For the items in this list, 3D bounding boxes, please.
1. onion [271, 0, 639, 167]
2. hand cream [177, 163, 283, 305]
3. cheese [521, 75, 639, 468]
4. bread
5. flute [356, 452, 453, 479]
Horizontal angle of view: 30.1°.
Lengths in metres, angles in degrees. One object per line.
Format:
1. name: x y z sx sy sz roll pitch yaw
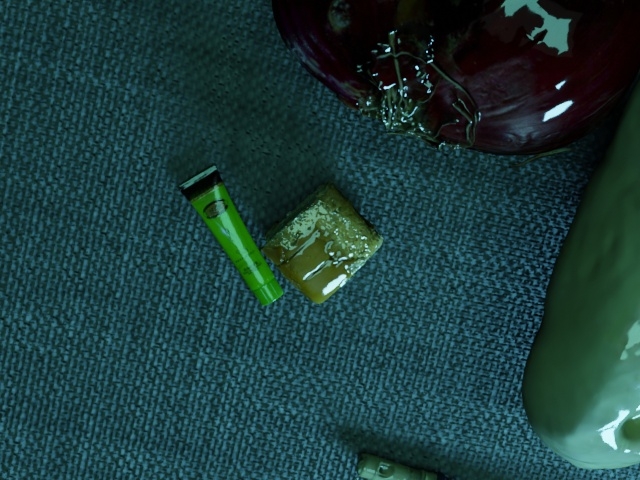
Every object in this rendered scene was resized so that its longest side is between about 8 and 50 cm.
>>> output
1. onion: 0.101 -0.177 0.870 0.281 0.221 0.280 -2 78 9
2. hand cream: -0.071 -0.002 0.980 0.036 0.023 0.122 -30 99 5
3. cheese: 0.319 0.051 0.911 0.351 0.129 0.328 22 102 -32
4. bread: 0.001 0.001 0.959 0.083 0.076 0.070 -44 98 3
5. flute: 0.141 0.227 1.043 0.233 0.027 0.027 18 99 -8
